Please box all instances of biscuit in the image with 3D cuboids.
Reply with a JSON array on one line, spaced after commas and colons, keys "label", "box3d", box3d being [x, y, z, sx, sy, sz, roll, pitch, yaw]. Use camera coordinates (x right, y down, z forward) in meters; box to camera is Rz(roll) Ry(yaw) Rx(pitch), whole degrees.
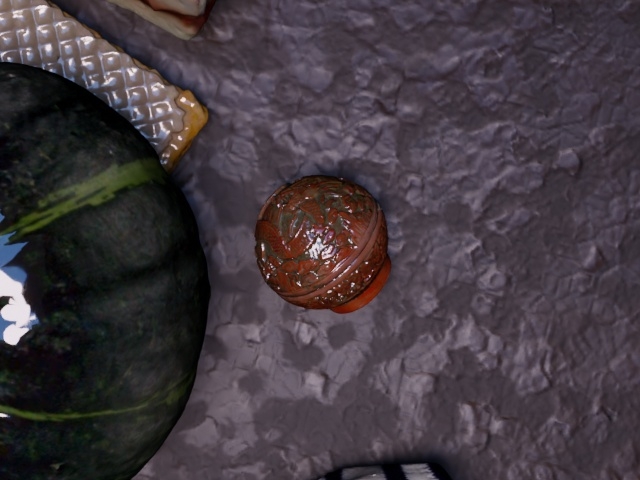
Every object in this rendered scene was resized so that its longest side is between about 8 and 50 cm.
[{"label": "biscuit", "box3d": [-0.258, -0.164, 0.878, 0.379, 0.054, 0.094, 35, 89, 0]}]

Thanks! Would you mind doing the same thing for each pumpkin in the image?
[{"label": "pumpkin", "box3d": [-0.232, 0.042, 0.776, 0.323, 0.241, 0.323, 4, 106, 15]}]

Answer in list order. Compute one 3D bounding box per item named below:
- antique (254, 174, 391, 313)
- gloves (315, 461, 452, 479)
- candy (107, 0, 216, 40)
[{"label": "antique", "box3d": [0.000, 0.000, 0.859, 0.104, 0.104, 0.104, 0, 90, 0]}, {"label": "gloves", "box3d": [-0.002, 0.239, 0.847, 0.219, 0.131, 0.140, -20, 88, -10]}, {"label": "candy", "box3d": [-0.184, -0.295, 0.818, 0.321, 0.135, 0.179, 27, 69, -1]}]
